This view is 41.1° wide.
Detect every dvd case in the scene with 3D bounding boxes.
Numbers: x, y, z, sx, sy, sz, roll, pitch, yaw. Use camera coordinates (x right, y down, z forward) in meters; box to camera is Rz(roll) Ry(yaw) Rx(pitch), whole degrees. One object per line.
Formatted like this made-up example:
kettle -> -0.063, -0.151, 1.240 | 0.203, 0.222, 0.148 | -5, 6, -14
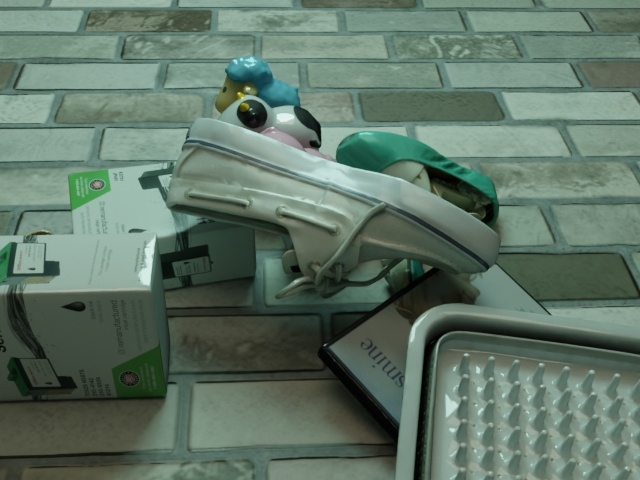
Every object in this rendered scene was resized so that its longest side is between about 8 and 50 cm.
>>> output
dvd case -> 0.145, 0.118, 0.908 | 0.253, 0.022, 0.180 | -31, 67, -33

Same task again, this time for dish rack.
dish rack -> 0.207, 0.217, 0.761 | 0.285, 0.072, 0.333 | 7, 50, 5

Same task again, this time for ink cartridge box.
ink cartridge box -> -0.192, -0.019, 1.040 | 0.208, 0.087, 0.153 | -8, 42, -14
ink cartridge box -> -0.270, 0.080, 0.864 | 0.219, 0.160, 0.093 | -2, 40, -4

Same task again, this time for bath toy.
bath toy -> -0.047, -0.110, 1.124 | 0.151, 0.129, 0.348 | -11, 43, -16

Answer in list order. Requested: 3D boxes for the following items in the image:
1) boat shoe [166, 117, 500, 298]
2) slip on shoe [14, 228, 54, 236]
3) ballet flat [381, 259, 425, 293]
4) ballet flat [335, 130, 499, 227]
boat shoe -> -0.002, -0.003, 0.912 | 0.367, 0.136, 0.157 | 21, 80, 8
slip on shoe -> -0.383, 0.022, 1.021 | 0.135, 0.051, 0.041 | -26, 7, -18
ballet flat -> 0.100, 0.030, 1.036 | 0.052, 0.057, 0.168 | -20, 32, 20
ballet flat -> 0.133, -0.068, 1.061 | 0.247, 0.083, 0.087 | 16, 39, -32
